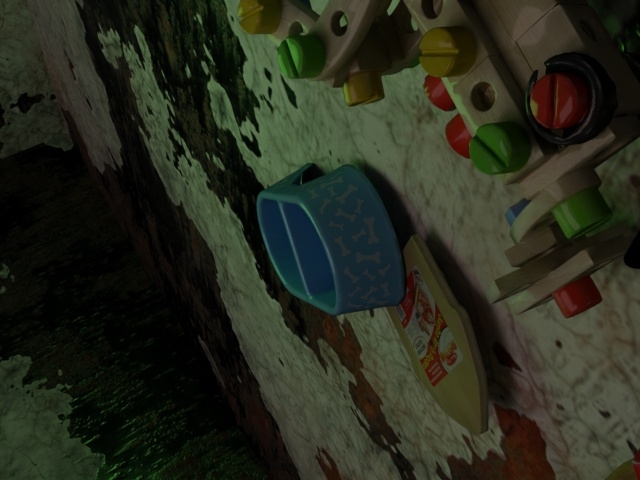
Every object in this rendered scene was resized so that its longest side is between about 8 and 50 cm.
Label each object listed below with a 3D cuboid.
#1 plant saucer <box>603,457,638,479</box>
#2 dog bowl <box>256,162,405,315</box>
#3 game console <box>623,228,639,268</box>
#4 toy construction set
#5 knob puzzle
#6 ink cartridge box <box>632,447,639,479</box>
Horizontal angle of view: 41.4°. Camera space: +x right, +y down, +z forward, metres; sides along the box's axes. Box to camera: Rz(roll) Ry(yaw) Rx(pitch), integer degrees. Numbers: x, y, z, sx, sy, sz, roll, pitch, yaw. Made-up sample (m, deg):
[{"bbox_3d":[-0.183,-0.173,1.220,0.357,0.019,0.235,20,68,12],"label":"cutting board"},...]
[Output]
[{"bbox_3d":[0.246,0.392,0.612,0.081,0.333,0.333,37,-172,-50],"label":"plant saucer"},{"bbox_3d":[0.000,0.000,0.988,0.297,0.074,0.166,15,124,70],"label":"dog bowl"},{"bbox_3d":[0.232,0.004,0.428,0.107,0.071,0.122,54,159,27],"label":"game console"},{"bbox_3d":[0.092,-0.093,0.548,0.328,0.151,0.215,54,136,5],"label":"toy construction set"},{"bbox_3d":[0.130,0.106,0.874,0.213,0.030,0.213,160,90,-74],"label":"knob puzzle"},{"bbox_3d":[0.233,0.123,0.426,0.078,0.134,0.231,7,129,46],"label":"ink cartridge box"}]
